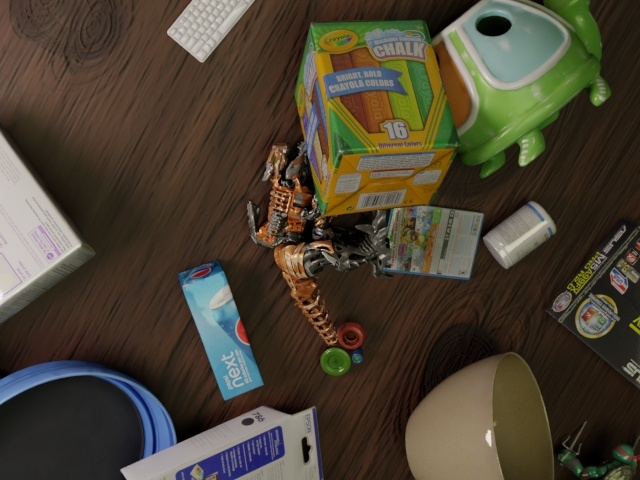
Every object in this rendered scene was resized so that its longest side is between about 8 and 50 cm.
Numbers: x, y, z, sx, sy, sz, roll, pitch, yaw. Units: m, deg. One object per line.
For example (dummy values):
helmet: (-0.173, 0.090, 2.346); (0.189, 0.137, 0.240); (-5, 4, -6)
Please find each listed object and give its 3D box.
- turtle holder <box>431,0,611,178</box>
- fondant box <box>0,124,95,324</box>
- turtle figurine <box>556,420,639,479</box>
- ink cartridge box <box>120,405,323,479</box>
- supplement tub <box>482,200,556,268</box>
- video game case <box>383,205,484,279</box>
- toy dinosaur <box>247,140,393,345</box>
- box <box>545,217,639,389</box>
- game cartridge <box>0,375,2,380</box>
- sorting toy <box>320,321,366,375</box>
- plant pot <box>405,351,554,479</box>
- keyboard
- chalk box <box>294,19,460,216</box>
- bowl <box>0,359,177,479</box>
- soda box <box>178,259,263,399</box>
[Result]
turtle holder: (0.302, -0.267, 1.555); (0.320, 0.243, 0.227); (-38, 95, 8)
fondant box: (-0.523, 0.016, 1.441); (0.330, 0.096, 0.238); (-36, 83, -6)
turtle figurine: (0.513, 0.436, 1.888); (0.175, 0.118, 0.234); (20, 106, -19)
ink cartridge box: (-0.154, 0.385, 1.682); (0.332, 0.065, 0.165); (-19, 119, -26)
supplement tub: (0.335, -0.010, 1.727); (0.107, 0.071, 0.071); (-36, 111, -2)
video game case: (0.185, 0.001, 1.721); (0.166, 0.015, 0.119); (6, 105, -16)
toy dinosaur: (0.000, 0.000, 1.628); (0.218, 0.164, 0.322); (-7, 127, 3)
box: (0.566, 0.125, 1.832); (0.270, 0.060, 0.216); (39, 93, -21)
game cartridge: (-0.636, 0.353, 1.591); (0.355, 0.068, 0.230); (-17, 106, -9)
sorting toy: (0.044, 0.179, 1.729); (0.061, 0.042, 0.102); (31, 109, -5)
plant pot: (0.255, 0.341, 1.730); (0.190, 0.284, 0.284); (-13, 113, 27)
keyboard: (-0.121, -0.385, 1.527); (0.072, 0.014, 0.256); (39, 94, -21)
chalk box: (0.069, -0.208, 1.510); (0.180, 0.179, 0.289); (-6, 64, -13)
bowl: (-0.411, 0.362, 1.581); (0.391, 0.077, 0.391); (-15, 119, -29)
soda box: (-0.159, 0.143, 1.646); (0.071, 0.067, 0.210); (-20, 111, -8)
